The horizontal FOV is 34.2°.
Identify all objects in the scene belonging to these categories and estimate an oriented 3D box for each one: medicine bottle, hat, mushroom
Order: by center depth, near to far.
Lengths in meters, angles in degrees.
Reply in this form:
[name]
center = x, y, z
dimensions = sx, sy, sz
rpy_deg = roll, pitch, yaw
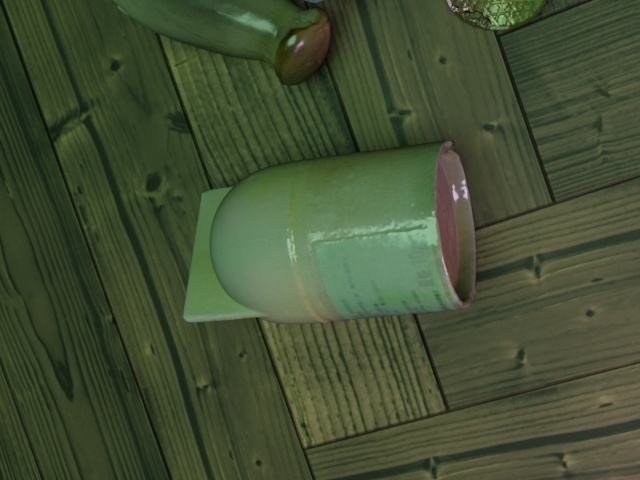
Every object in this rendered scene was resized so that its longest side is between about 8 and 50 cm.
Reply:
[hat]
center = 0.244, -0.367, 1.432
dimensions = 0.146, 0.067, 0.146
rpy_deg = 9, 142, 7
[medicine bottle]
center = 0.000, 0.000, 1.476
dimensions = 0.406, 0.235, 0.236
rpy_deg = -7, 96, 20
[mushroom]
center = -0.172, -0.353, 1.542
dimensions = 0.407, 0.137, 0.154
rpy_deg = 33, 95, 19

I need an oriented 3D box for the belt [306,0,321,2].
[belt]
center = -0.031, -0.453, 1.436
dimensions = 0.150, 0.207, 0.257
rpy_deg = -39, 77, 23
